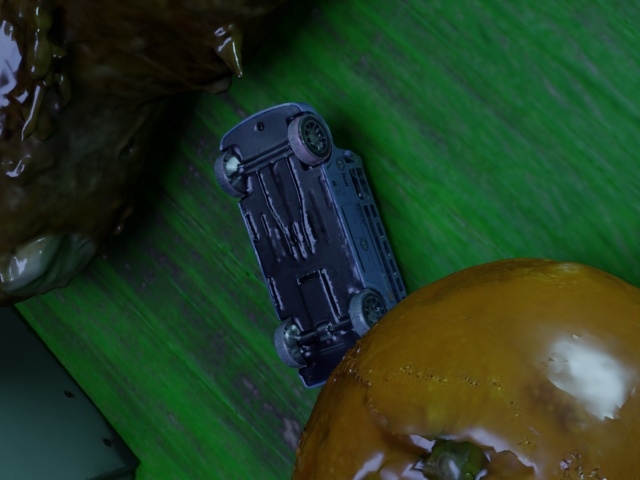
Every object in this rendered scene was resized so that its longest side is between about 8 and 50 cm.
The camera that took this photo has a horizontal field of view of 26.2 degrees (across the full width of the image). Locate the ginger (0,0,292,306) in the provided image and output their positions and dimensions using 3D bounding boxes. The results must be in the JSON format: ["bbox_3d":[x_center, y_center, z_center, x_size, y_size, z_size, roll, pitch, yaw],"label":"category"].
[{"bbox_3d":[-0.143,-0.118,0.861,0.254,0.176,0.418,41,111,40],"label":"ginger"}]

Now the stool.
[{"bbox_3d":[-0.317,0.169,1.011,0.270,0.170,0.244,48,117,21],"label":"stool"}]

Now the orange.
[{"bbox_3d":[0.104,0.128,0.698,0.240,0.240,0.240,3,96,33],"label":"orange"}]

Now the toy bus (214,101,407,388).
[{"bbox_3d":[0.000,0.000,0.843,0.073,0.076,0.167,-22,84,34],"label":"toy bus"}]
